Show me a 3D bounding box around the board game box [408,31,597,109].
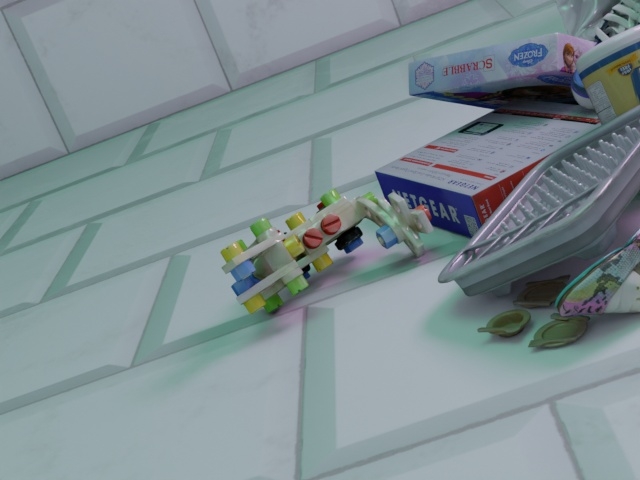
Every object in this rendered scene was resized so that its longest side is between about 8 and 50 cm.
[{"bbox_3d":[0.375,-0.283,1.987,0.318,0.066,0.318,2,-3,-42],"label":"board game box"}]

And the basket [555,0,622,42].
[{"bbox_3d":[0.633,-0.613,2.355,0.266,0.328,0.331,-19,-2,-8],"label":"basket"}]

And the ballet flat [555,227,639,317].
[{"bbox_3d":[0.362,0.037,1.315,0.221,0.079,0.077,-34,-23,-35],"label":"ballet flat"}]

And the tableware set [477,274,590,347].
[{"bbox_3d":[0.276,0.081,1.370,0.141,0.020,0.168,-4,25,44],"label":"tableware set"}]

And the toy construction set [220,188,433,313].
[{"bbox_3d":[0.000,0.000,1.713,0.327,0.151,0.215,-18,-8,-12],"label":"toy construction set"}]

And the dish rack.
[{"bbox_3d":[0.324,-0.049,1.469,0.333,0.072,0.285,-45,8,-38],"label":"dish rack"}]

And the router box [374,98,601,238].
[{"bbox_3d":[0.292,-0.123,1.831,0.301,0.082,0.335,-27,19,-15],"label":"router box"}]

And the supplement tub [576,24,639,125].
[{"bbox_3d":[0.460,-0.193,1.600,0.144,0.200,0.144,-24,-3,-1],"label":"supplement tub"}]

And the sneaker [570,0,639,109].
[{"bbox_3d":[0.475,-0.364,1.685,0.322,0.236,0.130,-35,43,11],"label":"sneaker"}]
